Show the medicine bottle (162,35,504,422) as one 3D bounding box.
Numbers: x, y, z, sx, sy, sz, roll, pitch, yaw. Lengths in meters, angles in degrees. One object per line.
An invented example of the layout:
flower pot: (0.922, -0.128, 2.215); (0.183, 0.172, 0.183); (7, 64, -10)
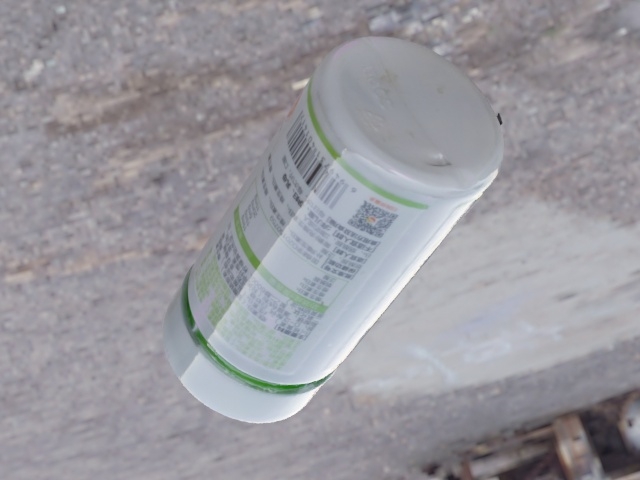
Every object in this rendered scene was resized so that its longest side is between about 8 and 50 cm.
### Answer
medicine bottle: (0.000, 0.000, 0.614); (0.086, 0.086, 0.183); (-7, 149, -35)
